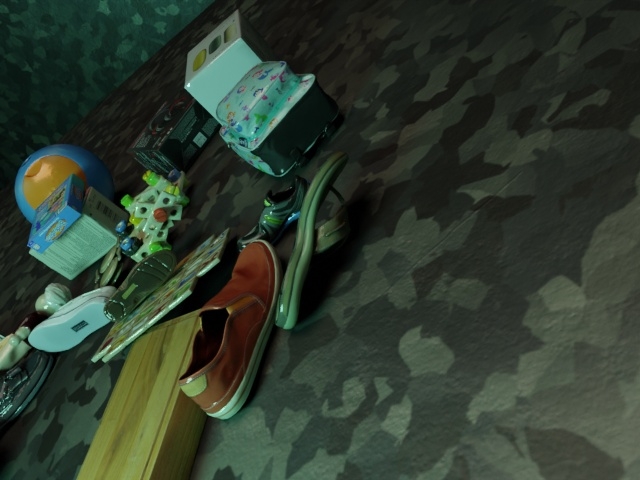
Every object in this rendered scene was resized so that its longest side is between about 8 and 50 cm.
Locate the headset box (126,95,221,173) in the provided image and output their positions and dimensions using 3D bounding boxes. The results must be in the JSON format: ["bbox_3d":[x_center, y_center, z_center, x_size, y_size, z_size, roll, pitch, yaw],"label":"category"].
[{"bbox_3d":[-0.449,-0.318,1.798,0.293,0.110,0.218,10,63,53],"label":"headset box"}]

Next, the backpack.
[{"bbox_3d":[-0.112,-0.272,1.304,0.225,0.191,0.253,-51,27,-5],"label":"backpack"}]

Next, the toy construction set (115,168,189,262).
[{"bbox_3d":[-0.400,-0.062,1.445,0.215,0.151,0.328,-45,21,1],"label":"toy construction set"}]

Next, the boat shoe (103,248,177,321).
[{"bbox_3d":[-0.380,0.091,1.260,0.190,0.068,0.072,-42,1,-7],"label":"boat shoe"}]

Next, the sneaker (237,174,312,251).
[{"bbox_3d":[-0.090,-0.052,1.124,0.188,0.078,0.067,-43,32,6],"label":"sneaker"}]

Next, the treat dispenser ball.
[{"bbox_3d":[-0.799,-0.158,1.861,0.288,0.288,0.288,-30,36,24],"label":"treat dispenser ball"}]

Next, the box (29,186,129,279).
[{"bbox_3d":[-0.695,-0.019,1.718,0.232,0.148,0.127,-32,36,20],"label":"box"}]

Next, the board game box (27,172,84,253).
[{"bbox_3d":[-0.724,-0.079,1.632,0.160,0.047,0.210,-41,35,9],"label":"board game box"}]

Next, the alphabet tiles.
[{"bbox_3d":[-0.318,0.106,1.204,0.342,0.011,0.285,-38,17,13],"label":"alphabet tiles"}]

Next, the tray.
[{"bbox_3d":[-0.283,0.314,0.951,0.202,0.076,0.411,-22,39,33],"label":"tray"}]

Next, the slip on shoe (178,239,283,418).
[{"bbox_3d":[-0.143,0.120,0.971,0.123,0.101,0.331,-27,36,38],"label":"slip on shoe"}]

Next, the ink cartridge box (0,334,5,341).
[{"bbox_3d":[-0.992,0.375,1.649,0.283,0.117,0.207,-18,41,41],"label":"ink cartridge box"}]

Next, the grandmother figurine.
[{"bbox_3d":[-0.774,0.254,1.531,0.342,0.104,0.208,-56,18,-25],"label":"grandmother figurine"}]

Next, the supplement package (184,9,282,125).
[{"bbox_3d":[-0.227,-0.455,1.611,0.199,0.198,0.263,-36,34,15],"label":"supplement package"}]

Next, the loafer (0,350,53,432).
[{"bbox_3d":[-0.767,0.385,1.406,0.302,0.095,0.109,-54,33,-12],"label":"loafer"}]

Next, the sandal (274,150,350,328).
[{"bbox_3d":[0.000,0.002,0.961,0.120,0.086,0.303,108,177,-77],"label":"sandal"}]

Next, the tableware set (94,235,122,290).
[{"bbox_3d":[-0.539,0.071,1.546,0.128,0.039,0.194,-57,26,5],"label":"tableware set"}]

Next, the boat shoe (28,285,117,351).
[{"bbox_3d":[-0.591,0.190,1.438,0.258,0.095,0.084,-23,34,15],"label":"boat shoe"}]
